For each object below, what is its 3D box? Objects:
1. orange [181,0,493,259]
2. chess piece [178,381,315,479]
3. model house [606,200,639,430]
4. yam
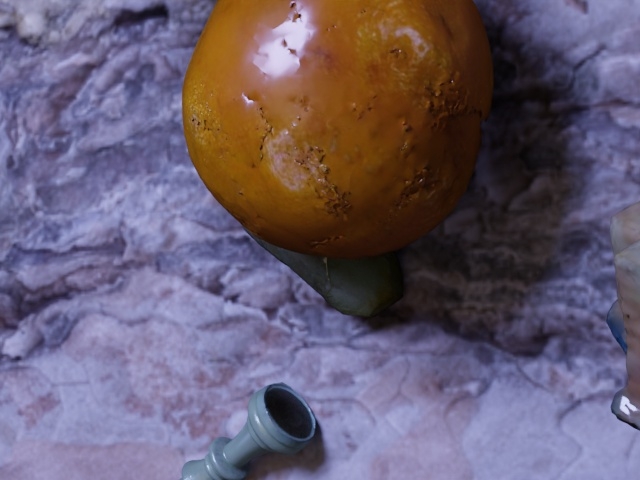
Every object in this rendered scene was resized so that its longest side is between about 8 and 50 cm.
[{"bbox_3d":[0.014,-0.104,1.348,0.240,0.240,0.240,2,94,30],"label":"orange"},{"bbox_3d":[-0.073,0.175,1.519,0.149,0.059,0.059,-38,75,31],"label":"chess piece"},{"bbox_3d":[0.353,0.107,1.176,0.312,0.245,0.280,26,138,47],"label":"model house"},{"bbox_3d":[0.000,0.000,1.456,0.146,0.070,0.070,40,111,23],"label":"yam"}]
